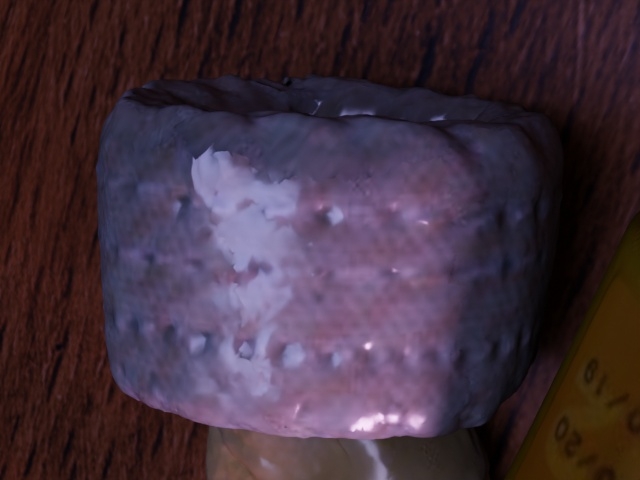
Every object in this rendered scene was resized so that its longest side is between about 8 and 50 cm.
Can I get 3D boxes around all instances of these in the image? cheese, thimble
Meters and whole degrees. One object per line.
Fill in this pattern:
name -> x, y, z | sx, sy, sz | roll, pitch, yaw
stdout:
cheese -> 0.016, 0.195, 1.038 | 0.226, 0.117, 0.214 | 8, 104, 41
thimble -> 0.000, 0.000, 0.931 | 0.291, 0.291, 0.195 | 11, 103, 35

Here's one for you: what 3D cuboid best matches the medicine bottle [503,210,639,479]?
medicine bottle -> 0.201, 0.189, 0.826 | 0.224, 0.224, 0.384 | 35, 114, 28
